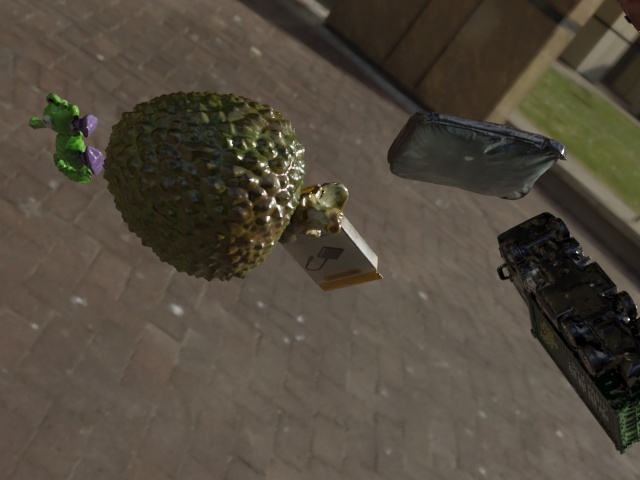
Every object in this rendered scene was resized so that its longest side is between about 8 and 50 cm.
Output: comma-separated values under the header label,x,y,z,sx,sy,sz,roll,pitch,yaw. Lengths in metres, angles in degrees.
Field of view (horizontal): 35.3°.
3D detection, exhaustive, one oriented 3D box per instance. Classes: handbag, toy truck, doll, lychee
label,x,y,z,sx,sy,sz,roll,pitch,yaw
handbag,0.309,-0.163,1.994,0.332,0.191,0.075,12,55,-15
toy truck,0.285,0.087,1.088,0.259,0.088,0.121,-118,-176,-47
doll,-0.381,-0.149,1.516,0.115,0.190,0.050,23,56,19
lychee,-0.136,-0.076,1.369,0.320,0.270,0.270,50,14,-23

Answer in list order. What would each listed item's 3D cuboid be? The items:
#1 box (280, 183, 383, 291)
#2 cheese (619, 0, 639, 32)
label,x,y,z,sx,sy,sz,roll,pitch,yaw
box,0.000,0.000,1.748,0.247,0.129,0.033,50,35,-41
cheese,0.506,-0.292,1.260,0.203,0.177,0.128,47,39,-15
